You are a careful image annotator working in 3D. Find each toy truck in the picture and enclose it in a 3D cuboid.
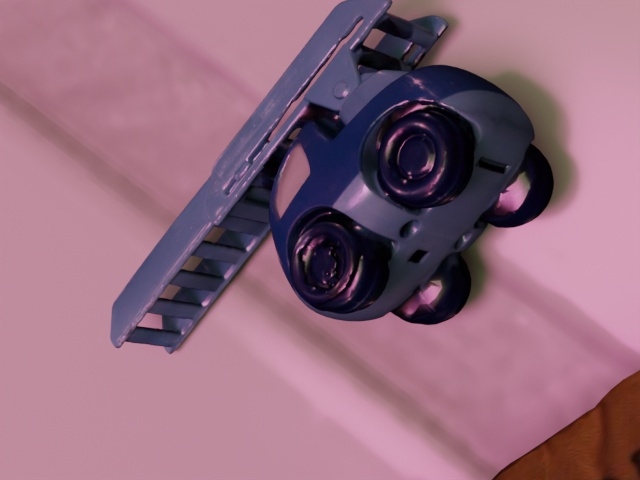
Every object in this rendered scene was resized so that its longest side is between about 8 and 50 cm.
[{"bbox_3d":[0.000,0.000,0.502,0.136,0.063,0.074,-51,58,17],"label":"toy truck"}]

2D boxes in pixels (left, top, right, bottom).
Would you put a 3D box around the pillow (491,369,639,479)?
[{"bbox_3d":[0.117,0.182,0.439,0.310,0.119,0.312,-41,82,21],"label":"pillow"}]
